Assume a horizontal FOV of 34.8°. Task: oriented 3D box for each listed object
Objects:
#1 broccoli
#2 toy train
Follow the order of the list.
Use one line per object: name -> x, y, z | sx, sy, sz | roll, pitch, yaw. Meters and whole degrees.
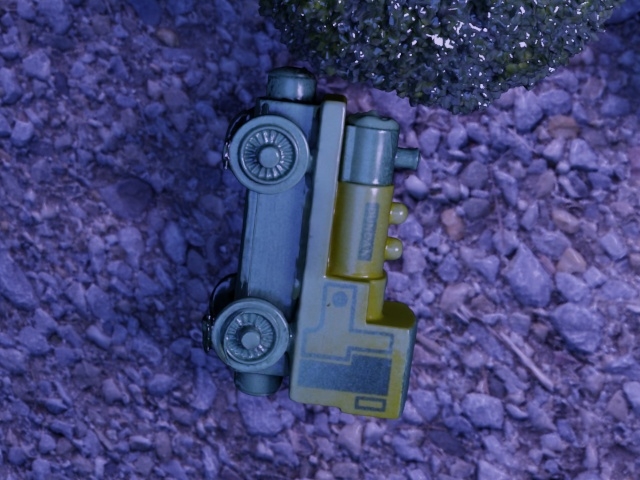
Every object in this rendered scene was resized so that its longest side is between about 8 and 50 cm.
broccoli -> 0.113, -0.249, 0.995 | 0.375, 0.302, 0.249 | -16, 126, -14
toy train -> 0.000, 0.000, 1.119 | 0.237, 0.150, 0.369 | 7, 102, 0
